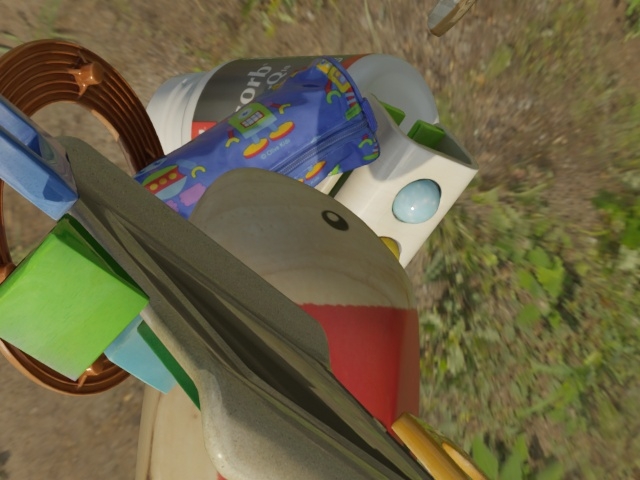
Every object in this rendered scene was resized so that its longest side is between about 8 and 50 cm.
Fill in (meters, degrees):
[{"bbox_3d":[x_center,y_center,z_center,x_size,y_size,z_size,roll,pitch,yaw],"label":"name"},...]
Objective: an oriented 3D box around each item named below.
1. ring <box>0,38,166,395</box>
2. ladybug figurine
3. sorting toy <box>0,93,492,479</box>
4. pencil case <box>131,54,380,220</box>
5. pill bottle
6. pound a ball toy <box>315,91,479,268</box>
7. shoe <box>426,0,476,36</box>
[{"bbox_3d":[-0.221,-0.023,1.259,0.032,0.336,0.337,-5,91,26],"label":"ring"},{"bbox_3d":[-0.020,0.174,0.930,0.161,0.305,0.450,3,88,12],"label":"ladybug figurine"},{"bbox_3d":[-0.021,0.060,0.489,0.047,0.196,0.347,-47,128,4],"label":"sorting toy"},{"bbox_3d":[-0.079,-0.056,1.298,0.306,0.133,0.119,-35,121,-16],"label":"pencil case"},{"bbox_3d":[-0.046,-0.130,1.713,0.362,0.210,0.210,4,92,41],"label":"pill bottle"},{"bbox_3d":[0.000,0.000,1.449,0.208,0.136,0.319,19,117,-38],"label":"pound a ball toy"},{"bbox_3d":[0.167,-0.300,1.349,0.058,0.076,0.219,38,121,1],"label":"shoe"}]
